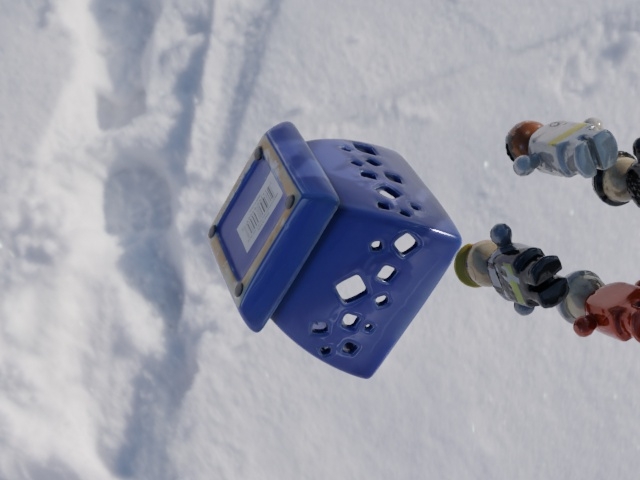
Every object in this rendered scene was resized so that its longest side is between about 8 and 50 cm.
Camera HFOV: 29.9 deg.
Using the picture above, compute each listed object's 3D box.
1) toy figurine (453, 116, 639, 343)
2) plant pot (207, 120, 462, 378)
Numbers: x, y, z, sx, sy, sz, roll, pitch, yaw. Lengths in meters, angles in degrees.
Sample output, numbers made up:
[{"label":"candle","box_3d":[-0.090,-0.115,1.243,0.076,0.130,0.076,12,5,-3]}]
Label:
[{"label":"toy figurine","box_3d":[0.260,-0.014,1.206,0.209,0.148,0.213,16,92,-26]},{"label":"plant pot","box_3d":[0.000,0.000,1.502,0.236,0.212,0.236,-58,32,21]}]
